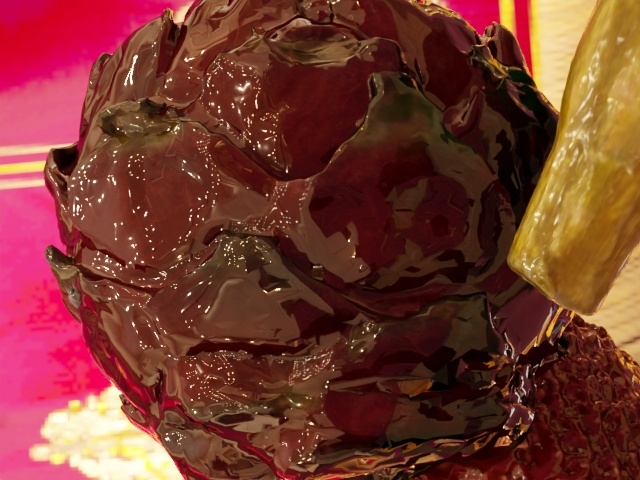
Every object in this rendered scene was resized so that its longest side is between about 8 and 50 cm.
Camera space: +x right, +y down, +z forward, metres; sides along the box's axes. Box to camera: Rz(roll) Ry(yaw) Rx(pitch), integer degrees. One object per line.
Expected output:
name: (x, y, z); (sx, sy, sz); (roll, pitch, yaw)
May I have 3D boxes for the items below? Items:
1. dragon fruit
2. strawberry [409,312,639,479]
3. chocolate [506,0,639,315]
dragon fruit: (0.001, 0.000, 0.722); (0.329, 0.329, 0.329); (-5, -90, -80)
strawberry: (0.150, 0.142, 0.901); (0.261, 0.258, 0.261); (61, -170, -19)
chocolate: (0.132, -0.077, 0.461); (0.219, 0.086, 0.085); (-61, -10, 3)
